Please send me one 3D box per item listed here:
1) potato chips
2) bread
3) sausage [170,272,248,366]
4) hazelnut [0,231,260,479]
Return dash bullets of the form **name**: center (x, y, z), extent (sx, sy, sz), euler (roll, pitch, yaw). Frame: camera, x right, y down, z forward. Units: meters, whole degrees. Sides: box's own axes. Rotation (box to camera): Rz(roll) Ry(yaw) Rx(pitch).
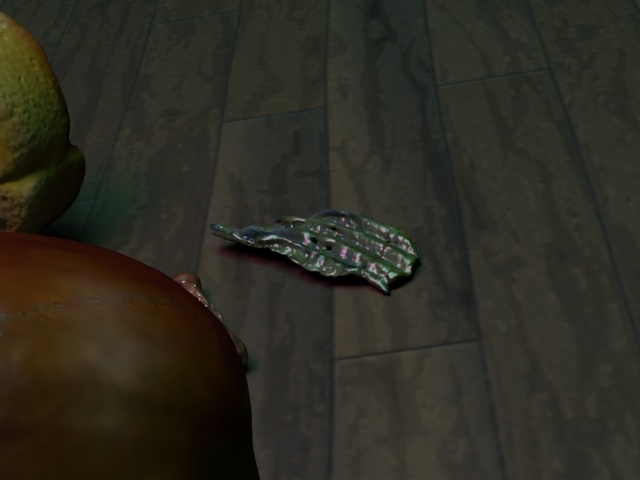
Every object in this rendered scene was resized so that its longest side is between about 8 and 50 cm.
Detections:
- **potato chips**: center (0.000, 0.001, 1.276), extent (0.207, 0.028, 0.092), euler (15, 37, 36)
- **bread**: center (-0.357, -0.095, 1.333), extent (0.270, 0.270, 0.148), euler (0, 30, 19)
- **sausage**: center (-0.100, 0.065, 1.187), extent (0.036, 0.042, 0.158), euler (-51, 29, 6)
- **hazelnut**: center (-0.195, 0.157, 0.739), extent (0.366, 0.365, 0.366), euler (-8, 29, 5)
